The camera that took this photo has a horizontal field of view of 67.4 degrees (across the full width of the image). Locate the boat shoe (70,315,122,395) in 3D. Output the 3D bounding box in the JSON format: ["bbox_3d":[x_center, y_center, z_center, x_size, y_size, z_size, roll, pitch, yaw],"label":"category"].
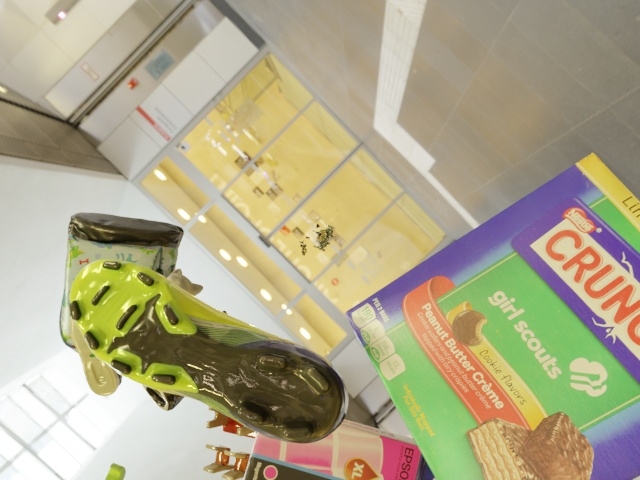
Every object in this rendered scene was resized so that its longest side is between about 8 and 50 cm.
[{"bbox_3d":[-0.463,0.205,1.011,0.079,0.083,0.233,-74,-21,-76],"label":"boat shoe"}]

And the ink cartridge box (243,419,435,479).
[{"bbox_3d":[0.057,0.415,0.838,0.370,0.176,0.069,15,169,0],"label":"ink cartridge box"}]

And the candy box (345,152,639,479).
[{"bbox_3d":[0.232,0.113,0.506,0.268,0.317,0.122,60,-172,26],"label":"candy box"}]

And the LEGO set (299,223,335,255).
[{"bbox_3d":[-0.001,-0.002,0.852,0.083,0.054,0.023,-14,156,41],"label":"LEGO set"}]

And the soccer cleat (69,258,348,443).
[{"bbox_3d":[-0.110,0.107,0.461,0.289,0.094,0.121,24,168,11],"label":"soccer cleat"}]

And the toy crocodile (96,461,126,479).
[{"bbox_3d":[-0.786,0.916,1.611,0.115,0.340,0.105,29,136,12],"label":"toy crocodile"}]

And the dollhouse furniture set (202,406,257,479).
[{"bbox_3d":[-0.161,0.463,1.226,0.259,0.262,0.135,-6,162,38],"label":"dollhouse furniture set"}]

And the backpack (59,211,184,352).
[{"bbox_3d":[-0.525,0.130,1.237,0.290,0.356,0.273,10,-168,-8],"label":"backpack"}]

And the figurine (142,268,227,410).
[{"bbox_3d":[-0.272,0.165,0.896,0.215,0.209,0.092,41,141,11],"label":"figurine"}]
